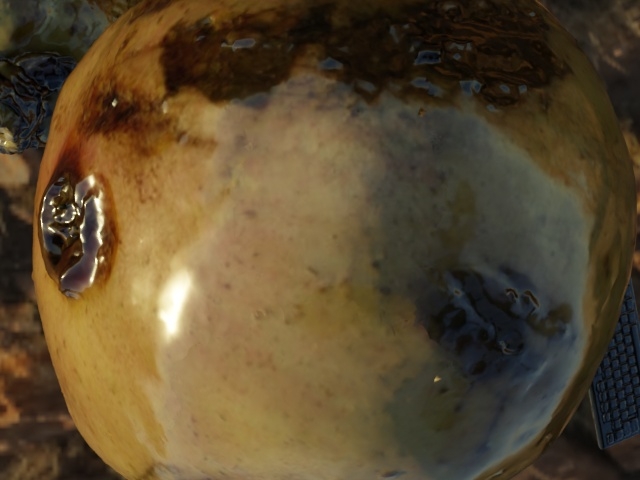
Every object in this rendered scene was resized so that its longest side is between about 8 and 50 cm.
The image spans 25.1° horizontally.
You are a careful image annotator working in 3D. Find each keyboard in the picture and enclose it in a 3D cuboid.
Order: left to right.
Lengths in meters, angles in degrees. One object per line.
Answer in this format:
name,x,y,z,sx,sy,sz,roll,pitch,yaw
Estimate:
keyboard,0.230,0.064,1.157,0.067,0.011,0.202,-17,100,-26

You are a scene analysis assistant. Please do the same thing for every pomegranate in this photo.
pomegranate,0.000,0.000,0.715,0.322,0.322,0.322,-6,138,-5

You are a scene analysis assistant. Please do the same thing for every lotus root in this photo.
lotus root,-0.204,-0.183,1.136,0.141,0.314,0.169,-10,130,46
